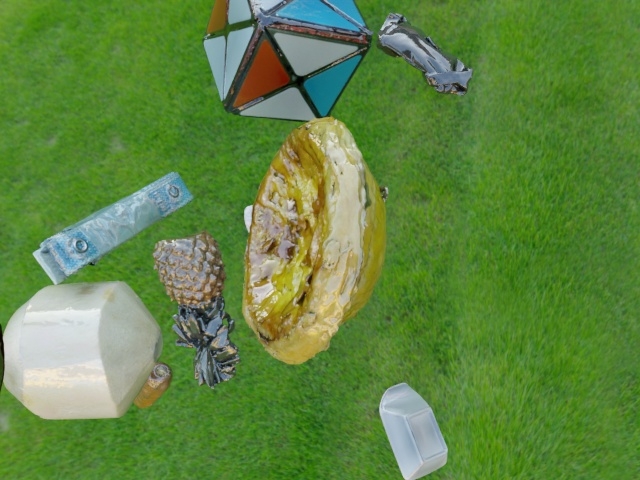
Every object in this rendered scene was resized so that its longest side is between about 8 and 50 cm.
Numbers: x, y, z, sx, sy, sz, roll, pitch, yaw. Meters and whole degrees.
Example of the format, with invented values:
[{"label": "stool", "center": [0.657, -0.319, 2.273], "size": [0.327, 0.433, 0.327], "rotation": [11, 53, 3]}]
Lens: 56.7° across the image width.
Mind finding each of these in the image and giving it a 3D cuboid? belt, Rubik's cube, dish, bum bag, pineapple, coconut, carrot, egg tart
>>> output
[{"label": "belt", "center": [-0.330, -0.027, 0.977], "size": [0.087, 0.072, 0.302], "rotation": [-18, 16, 40]}, {"label": "Rubik's cube", "center": [-0.079, -0.415, 1.214], "size": [0.246, 0.250, 0.248], "rotation": [-2, 59, -29]}, {"label": "dish", "center": [0.249, 0.485, 1.541], "size": [0.154, 0.064, 0.234], "rotation": [-9, 68, -35]}, {"label": "bum bag", "center": [0.271, -0.493, 1.592], "size": [0.142, 0.080, 0.326], "rotation": [-34, 68, -22]}, {"label": "pineapple", "center": [-0.122, 0.072, 0.613], "size": [0.074, 0.074, 0.160], "rotation": [-13, 93, 8]}, {"label": "coconut", "center": [-0.361, 0.173, 0.938], "size": [0.241, 0.241, 0.241], "rotation": [-6, 64, 12]}, {"label": "carrot", "center": [-0.336, 0.292, 1.171], "size": [0.060, 0.186, 0.060], "rotation": [16, 52, -21]}, {"label": "egg tart", "center": [0.000, 0.000, 0.691], "size": [0.115, 0.290, 0.290], "rotation": [10, 62, -24]}]

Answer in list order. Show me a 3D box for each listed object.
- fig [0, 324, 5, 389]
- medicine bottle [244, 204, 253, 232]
[{"label": "fig", "center": [-0.361, 0.089, 0.389], "size": [0.320, 0.217, 0.217], "rotation": [-3, 63, 37]}, {"label": "medicine bottle", "center": [-0.102, -0.069, 1.595], "size": [0.188, 0.132, 0.088], "rotation": [-13, 43, 15]}]
